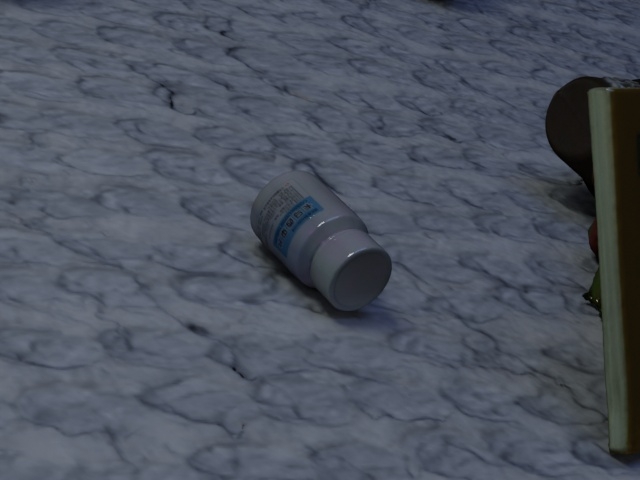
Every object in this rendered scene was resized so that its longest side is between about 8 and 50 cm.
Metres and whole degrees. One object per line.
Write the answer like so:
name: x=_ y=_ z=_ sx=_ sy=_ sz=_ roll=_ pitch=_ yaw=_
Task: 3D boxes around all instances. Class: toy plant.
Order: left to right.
toy plant: x=0.264 y=-0.063 z=1.262 sx=0.200 sy=0.105 sz=0.143 roll=18 pitch=30 yaw=-37

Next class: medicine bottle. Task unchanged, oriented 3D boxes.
medicine bottle: x=0.000 y=0.000 z=0.967 sx=0.052 sy=0.052 sz=0.089 roll=0 pitch=32 yaw=-39

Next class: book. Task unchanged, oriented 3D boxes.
book: x=0.264 y=0.009 z=1.006 sx=0.295 sy=0.208 sz=0.020 roll=-4 pitch=1 yaw=-44

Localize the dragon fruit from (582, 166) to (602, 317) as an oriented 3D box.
dragon fruit: x=0.237 y=-0.013 z=1.087 sx=0.135 sy=0.137 sz=0.236 roll=14 pitch=19 yaw=22
